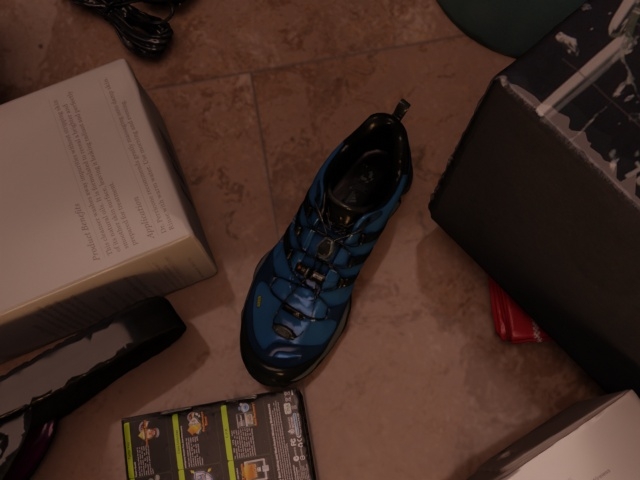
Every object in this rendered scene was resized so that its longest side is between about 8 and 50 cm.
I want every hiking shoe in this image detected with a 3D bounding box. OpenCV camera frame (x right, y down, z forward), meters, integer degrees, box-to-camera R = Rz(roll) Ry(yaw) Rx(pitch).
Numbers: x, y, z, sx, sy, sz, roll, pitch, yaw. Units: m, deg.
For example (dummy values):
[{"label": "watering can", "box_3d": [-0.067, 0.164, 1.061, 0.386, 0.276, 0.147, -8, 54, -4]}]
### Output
[{"label": "hiking shoe", "box_3d": [0.000, 0.000, 0.803, 0.113, 0.132, 0.304, 23, 73, 10]}]

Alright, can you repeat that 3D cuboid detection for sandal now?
[{"label": "sandal", "box_3d": [-0.315, 0.209, 0.743, 0.446, 0.167, 0.107, -32, 81, -7]}]

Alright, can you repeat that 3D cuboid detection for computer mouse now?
[{"label": "computer mouse", "box_3d": [-0.182, -0.364, 0.960, 0.188, 0.072, 0.272, 39, 91, 10]}]

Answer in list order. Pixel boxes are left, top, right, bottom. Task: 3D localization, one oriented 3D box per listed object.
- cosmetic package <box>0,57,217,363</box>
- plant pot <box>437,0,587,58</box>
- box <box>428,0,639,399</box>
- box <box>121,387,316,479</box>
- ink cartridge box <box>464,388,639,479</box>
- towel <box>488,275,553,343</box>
[{"label": "cosmetic package", "box_3d": [-0.326, -0.002, 0.811, 0.385, 0.156, 0.217, -21, 74, -3]}, {"label": "plant pot", "box_3d": [0.270, -0.374, 0.875, 0.290, 0.195, 0.290, 0, 73, 1]}, {"label": "box", "box_3d": [0.442, -0.050, 0.700, 0.472, 0.297, 0.480, -41, 77, -13]}, {"label": "box", "box_3d": [-0.094, 0.255, 0.782, 0.184, 0.045, 0.190, -11, 74, 1]}, {"label": "ink cartridge box", "box_3d": [0.253, 0.276, 0.696, 0.168, 0.171, 0.232, -32, 76, -7]}, {"label": "towel", "box_3d": [0.311, 0.004, 0.848, 0.275, 0.031, 0.198, -5, 71, -1]}]
